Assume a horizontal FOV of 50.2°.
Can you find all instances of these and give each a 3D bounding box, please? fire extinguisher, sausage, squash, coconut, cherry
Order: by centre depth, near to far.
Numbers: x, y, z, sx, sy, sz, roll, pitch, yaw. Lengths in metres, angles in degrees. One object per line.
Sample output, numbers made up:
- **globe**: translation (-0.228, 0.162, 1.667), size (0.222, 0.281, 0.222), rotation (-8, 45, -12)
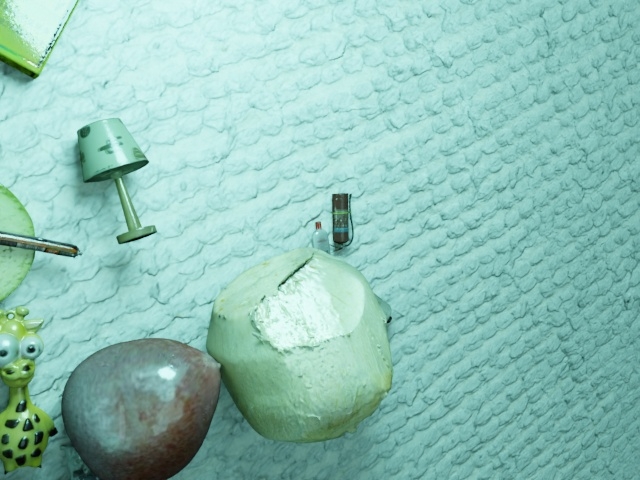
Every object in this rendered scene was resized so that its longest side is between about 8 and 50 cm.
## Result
- **squash**: translation (-0.606, 0.007, 1.131), size (0.252, 0.049, 0.252), rotation (-4, 97, -31)
- **sausage**: translation (-0.503, 0.004, 1.157), size (0.198, 0.025, 0.028), rotation (12, 122, -33)
- **cherry**: translation (-0.313, 0.299, 1.212), size (0.308, 0.221, 0.261), rotation (-28, 90, 4)
- **coconut**: translation (-0.025, 0.215, 1.324), size (0.346, 0.346, 0.360), rotation (-36, 110, -22)
- **fire extinguisher**: translation (0.045, -0.039, 1.506), size (0.056, 0.039, 0.132), rotation (-1, 96, 1)

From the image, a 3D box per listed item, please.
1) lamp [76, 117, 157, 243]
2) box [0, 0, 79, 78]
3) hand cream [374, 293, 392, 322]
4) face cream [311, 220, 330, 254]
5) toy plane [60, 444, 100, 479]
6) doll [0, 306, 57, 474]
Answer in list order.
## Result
- **lamp**: translation (-0.357, -0.105, 1.217), size (0.121, 0.121, 0.214), rotation (-19, 91, -27)
- **box**: translation (-0.492, -0.404, 1.147), size (0.141, 0.064, 0.219), rotation (29, 79, -28)
- **hand cream**: translation (0.089, 0.134, 1.544), size (0.186, 0.054, 0.087), rotation (34, 74, -21)
- **face cream**: translation (0.000, 0.000, 1.492), size (0.040, 0.021, 0.083), rotation (-12, 101, -27)
- **toy plane**: translation (-0.440, 0.504, 1.230), size (0.267, 0.123, 0.266), rotation (13, 68, -33)
- **doll**: translation (-0.523, 0.260, 1.182), size (0.117, 0.086, 0.291), rotation (-5, 97, -33)
